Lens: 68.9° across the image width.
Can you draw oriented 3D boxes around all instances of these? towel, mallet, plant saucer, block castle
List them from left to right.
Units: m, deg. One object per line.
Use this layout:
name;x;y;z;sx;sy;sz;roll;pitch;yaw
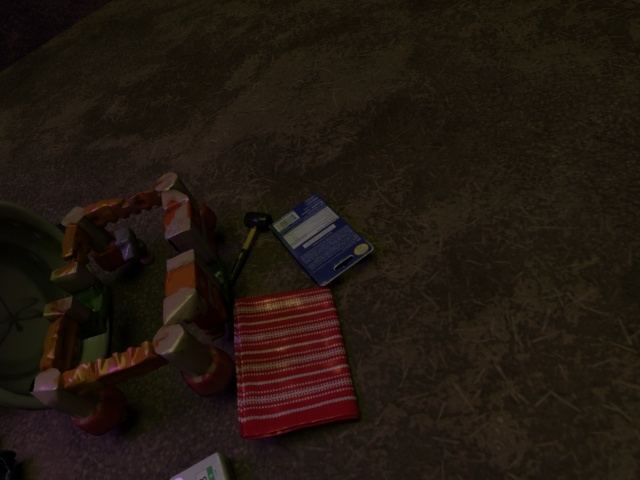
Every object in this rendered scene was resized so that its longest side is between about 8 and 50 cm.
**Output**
plant saucer;-0.565;0.124;0.861;0.101;0.400;0.400;-23;49;8
block castle;-0.339;0.107;0.915;0.303;0.213;0.453;-20;50;4
mallet;-0.176;0.014;1.052;0.062;0.039;0.189;14;63;27
towel;-0.052;0.203;0.829;0.199;0.031;0.274;-7;49;-7

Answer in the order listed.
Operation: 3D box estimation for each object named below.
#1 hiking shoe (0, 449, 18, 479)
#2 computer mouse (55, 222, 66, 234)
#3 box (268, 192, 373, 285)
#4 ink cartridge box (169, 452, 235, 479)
hiking shoe;-0.581;0.432;0.804;0.304;0.113;0.132;16;60;29
computer mouse;-0.749;0.040;1.234;0.242;0.041;0.071;-40;42;-5
box;0.000;0.000;0.997;0.136;0.036;0.225;-35;49;-9
ink cartridge box;-0.219;0.459;0.698;0.225;0.056;0.181;-28;49;-6
